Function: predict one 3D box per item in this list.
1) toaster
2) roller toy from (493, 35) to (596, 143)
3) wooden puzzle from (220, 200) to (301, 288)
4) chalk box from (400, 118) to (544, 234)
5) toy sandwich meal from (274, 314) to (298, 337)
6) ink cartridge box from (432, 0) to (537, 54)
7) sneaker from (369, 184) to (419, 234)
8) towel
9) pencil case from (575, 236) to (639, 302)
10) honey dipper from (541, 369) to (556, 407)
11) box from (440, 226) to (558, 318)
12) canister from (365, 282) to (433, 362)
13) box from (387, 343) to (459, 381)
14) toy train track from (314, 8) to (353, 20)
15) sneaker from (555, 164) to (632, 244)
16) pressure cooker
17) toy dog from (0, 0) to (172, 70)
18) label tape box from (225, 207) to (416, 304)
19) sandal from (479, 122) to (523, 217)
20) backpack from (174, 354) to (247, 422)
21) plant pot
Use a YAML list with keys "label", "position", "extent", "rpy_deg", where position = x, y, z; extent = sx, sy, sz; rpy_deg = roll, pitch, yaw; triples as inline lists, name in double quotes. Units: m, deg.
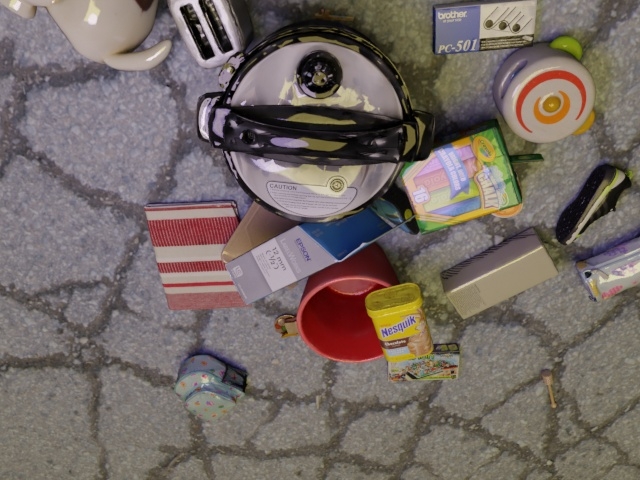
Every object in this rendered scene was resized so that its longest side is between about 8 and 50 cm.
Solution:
- label: "toaster"
  position: [-0.219, -0.445, 1.257]
  extent: [0.129, 0.146, 0.226]
  rpy_deg: [-15, 121, 11]
- label: "roller toy"
  position: [0.479, -0.311, 1.332]
  extent: [0.191, 0.146, 0.209]
  rpy_deg: [-15, 122, 11]
- label: "wooden puzzle"
  position: [-0.105, -0.007, 1.570]
  extent: [0.221, 0.044, 0.238]
  rpy_deg: [24, 115, -22]
- label: "chalk box"
  position: [0.338, -0.154, 1.371]
  extent: [0.289, 0.180, 0.179]
  rpy_deg: [-19, 100, 19]
- label: "toy sandwich meal"
  position: [-0.091, 0.247, 1.765]
  extent: [0.086, 0.029, 0.085]
  rpy_deg: [0, 122, 1]
- label: "ink cartridge box"
  position: [0.342, -0.451, 1.305]
  extent: [0.207, 0.046, 0.097]
  rpy_deg: [-4, 121, 3]
- label: "sneaker"
  position: [0.169, -0.085, 1.539]
  extent: [0.082, 0.069, 0.209]
  rpy_deg: [-10, 139, 46]
- label: "towel"
  position: [-0.316, 0.044, 1.637]
  extent: [0.237, 0.037, 0.328]
  rpy_deg: [-3, 122, 3]
- label: "pencil case"
  position: [0.794, 0.052, 1.578]
  extent: [0.273, 0.113, 0.124]
  rpy_deg: [-27, 136, 16]
- label: "honey dipper"
  position: [0.700, 0.458, 1.889]
  extent: [0.031, 0.030, 0.160]
  rpy_deg: [-17, 122, 11]
- label: "box"
  position: [0.461, 0.087, 1.618]
  extent: [0.275, 0.094, 0.113]
  rpy_deg: [-28, 118, 17]
- label: "canister"
  position: [0.184, 0.191, 1.415]
  extent: [0.126, 0.073, 0.169]
  rpy_deg: [-15, 123, 9]
- label: "box"
  position: [0.301, 0.360, 1.827]
  extent: [0.207, 0.036, 0.114]
  rpy_deg: [-3, 122, 3]
- label: "toy train track"
  position: [0.028, -0.475, 1.310]
  extent: [0.083, 0.014, 0.048]
  rpy_deg: [1, 163, -10]
- label: "sneaker"
  position: [0.675, -0.074, 1.518]
  extent: [0.097, 0.084, 0.234]
  rpy_deg: [20, 121, -13]
- label: "pressure cooker"
  position: [-0.014, -0.234, 1.203]
  extent: [0.370, 0.420, 0.375]
  rpy_deg: [-37, 107, 13]
- label: "toy dog"
  position: [-0.364, -0.544, 1.078]
  extent: [0.395, 0.285, 0.408]
  rpy_deg: [47, 110, 19]
- label: "label tape box"
  position: [0.000, 0.000, 1.343]
  extent: [0.348, 0.249, 0.115]
  rpy_deg: [-29, 90, 37]
- label: "sandal"
  position: [0.416, -0.150, 1.477]
  extent: [0.102, 0.076, 0.265]
  rpy_deg: [-20, 120, 13]
- label: "backpack"
  position: [-0.332, 0.430, 1.822]
  extent: [0.188, 0.144, 0.166]
  rpy_deg: [40, 120, -18]
- label: "plant pot"
  position: [0.082, 0.130, 1.562]
  extent: [0.275, 0.243, 0.274]
  rpy_deg: [0, 122, 0]
